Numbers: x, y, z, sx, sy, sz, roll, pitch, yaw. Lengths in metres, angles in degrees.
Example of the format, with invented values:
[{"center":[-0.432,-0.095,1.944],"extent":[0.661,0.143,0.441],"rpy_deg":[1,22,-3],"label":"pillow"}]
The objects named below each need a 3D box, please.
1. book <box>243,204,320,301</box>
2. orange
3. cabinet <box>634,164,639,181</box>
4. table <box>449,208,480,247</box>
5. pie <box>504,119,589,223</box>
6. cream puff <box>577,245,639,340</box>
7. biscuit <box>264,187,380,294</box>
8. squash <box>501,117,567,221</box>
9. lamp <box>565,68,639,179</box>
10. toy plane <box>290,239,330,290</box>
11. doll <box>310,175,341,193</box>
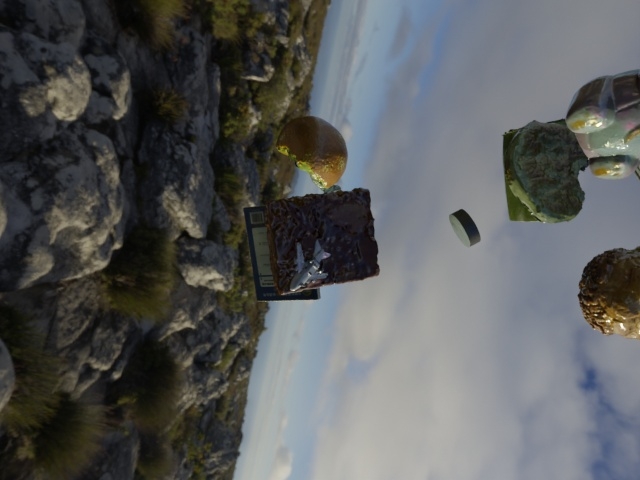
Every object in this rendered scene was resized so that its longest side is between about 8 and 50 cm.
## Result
[{"center":[-0.166,0.055,1.798],"extent":[0.039,0.301,0.426],"rpy_deg":[-33,118,-69],"label":"book"},{"center":[-0.014,-0.282,1.254],"extent":[0.237,0.180,0.158],"rpy_deg":[49,-60,33],"label":"orange"},{"center":[1.162,-0.349,1.400],"extent":[0.289,0.228,0.317],"rpy_deg":[57,31,-37],"label":"cabinet"},{"center":[0.503,-0.043,1.460],"extent":[0.133,0.043,0.133],"rpy_deg":[62,3,-5],"label":"table"},{"center":[0.726,-0.229,1.330],"extent":[0.370,0.297,0.078],"rpy_deg":[-65,-173,-18],"label":"pie"},{"center":[0.994,0.155,1.375],"extent":[0.231,0.327,0.342],"rpy_deg":[13,-120,50],"label":"cream puff"},{"center":[0.000,0.000,1.498],"extent":[0.166,0.396,0.341],"rpy_deg":[165,-82,-72],"label":"biscuit"},{"center":[0.885,-0.280,1.704],"extent":[0.263,0.264,0.383],"rpy_deg":[-100,-179,-84],"label":"squash"},{"center":[0.612,-0.242,0.695],"extent":[0.301,0.247,0.247],"rpy_deg":[-11,-147,53],"label":"lamp"},{"center":[-0.037,0.087,1.298],"extent":[0.066,0.162,0.171],"rpy_deg":[4,-126,47],"label":"toy plane"},{"center":[0.012,-0.262,1.644],"extent":[0.103,0.214,0.072],"rpy_deg":[-47,-149,-15],"label":"doll"}]
